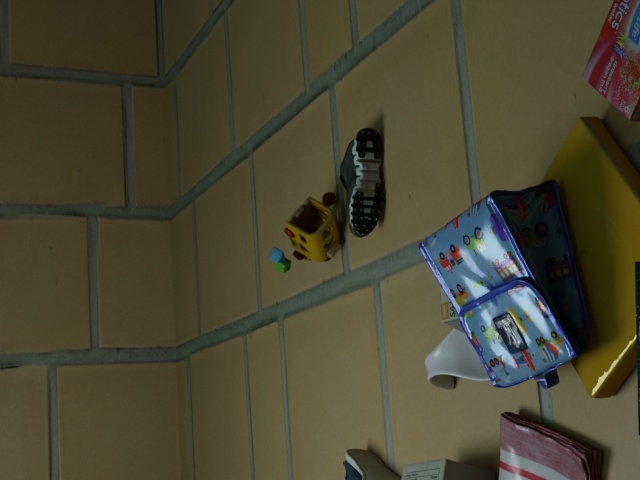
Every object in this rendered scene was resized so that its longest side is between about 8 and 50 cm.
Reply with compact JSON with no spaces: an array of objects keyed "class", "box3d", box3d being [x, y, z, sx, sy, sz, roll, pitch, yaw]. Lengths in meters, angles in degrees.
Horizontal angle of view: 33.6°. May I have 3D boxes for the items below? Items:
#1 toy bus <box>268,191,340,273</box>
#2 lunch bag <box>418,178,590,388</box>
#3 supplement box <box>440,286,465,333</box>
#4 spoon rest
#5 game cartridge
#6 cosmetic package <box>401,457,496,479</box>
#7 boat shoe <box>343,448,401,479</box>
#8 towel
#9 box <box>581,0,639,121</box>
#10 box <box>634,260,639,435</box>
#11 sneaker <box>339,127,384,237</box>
[{"class":"toy bus","box3d":[-0.006,-0.003,2.441,0.104,0.202,0.191,32,115,28]},{"class":"lunch bag","box3d":[0.305,0.088,1.642,0.221,0.138,0.293,-41,65,57]},{"class":"supplement box","box3d":[0.240,0.117,1.776,0.036,0.098,0.062,-16,64,32]},{"class":"spoon rest","box3d":[0.260,0.201,1.870,0.276,0.084,0.137,130,135,-56]},{"class":"game cartridge","box3d":[0.413,0.024,1.584,0.285,0.052,0.324,113,146,-40]},{"class":"cosmetic package","box3d":[0.202,0.549,1.842,0.160,0.113,0.310,-31,43,61]},{"class":"boat shoe","box3d":[0.106,0.514,2.188,0.254,0.095,0.079,-147,63,-64]},{"class":"towel","box3d":[0.351,0.463,1.702,0.237,0.037,0.329,-167,79,-64]},{"class":"box","box3d":[0.464,-0.291,1.380,0.128,0.122,0.257,-119,38,-47]},{"class":"box","box3d":[0.470,0.139,1.344,0.159,0.044,0.233,172,98,-65]},{"class":"sneaker","box3d":[0.086,-0.120,2.289,0.106,0.078,0.234,165,108,-68]}]
